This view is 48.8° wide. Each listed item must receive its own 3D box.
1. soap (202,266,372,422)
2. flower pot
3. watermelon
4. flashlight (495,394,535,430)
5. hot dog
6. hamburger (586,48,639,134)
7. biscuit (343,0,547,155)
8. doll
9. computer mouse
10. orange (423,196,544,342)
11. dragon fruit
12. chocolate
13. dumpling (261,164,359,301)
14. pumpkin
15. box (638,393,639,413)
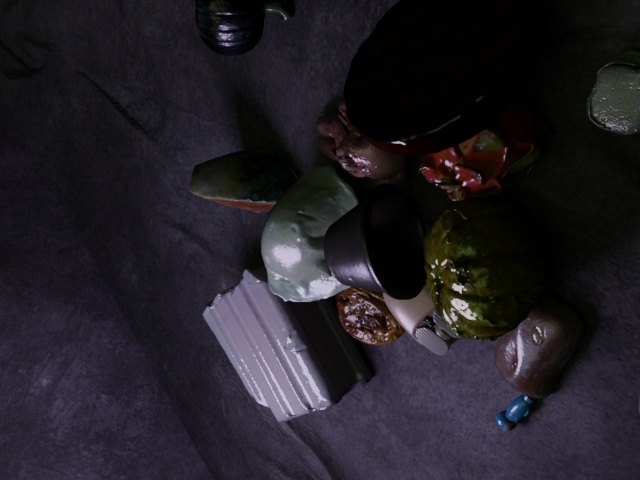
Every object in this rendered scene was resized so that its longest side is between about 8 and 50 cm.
[{"bbox_3d":[-0.099,0.288,2.043,0.350,0.213,0.435,-38,80,47],"label":"soap"},{"bbox_3d":[0.115,0.015,1.611,0.166,0.269,0.269,-14,99,35],"label":"flower pot"},{"bbox_3d":[-0.196,-0.148,1.965,0.310,0.232,0.193,-9,104,3],"label":"watermelon"},{"bbox_3d":[0.450,0.393,1.631,0.051,0.051,0.129,44,132,23],"label":"flashlight"},{"bbox_3d":[0.122,0.179,1.841,0.227,0.099,0.160,16,115,45],"label":"hot dog"},{"bbox_3d":[0.531,-0.251,1.212,0.133,0.062,0.140,44,138,25],"label":"hamburger"},{"bbox_3d":[0.226,-0.333,1.311,0.407,0.407,0.091,4,155,46],"label":"biscuit"},{"bbox_3d":[0.068,-0.225,1.659,0.303,0.156,0.201,14,124,48],"label":"doll"},{"bbox_3d":[0.245,0.157,1.689,0.236,0.082,0.145,51,120,18],"label":"computer mouse"},{"bbox_3d":[0.335,0.065,1.439,0.300,0.223,0.301,-102,7,-50],"label":"orange"},{"bbox_3d":[0.309,-0.191,1.365,0.224,0.224,0.227,44,120,23],"label":"dragon fruit"},{"bbox_3d":[0.454,0.231,1.519,0.161,0.083,0.261,36,133,32],"label":"chocolate"},{"bbox_3d":[-0.014,-0.020,1.813,0.270,0.212,0.321,2,135,2],"label":"dumpling"},{"bbox_3d":[-0.187,-0.578,1.729,0.248,0.248,0.248,23,125,38],"label":"pumpkin"},{"bbox_3d":[0.718,0.313,1.296,0.243,0.055,0.103,15,119,43],"label":"box"}]
